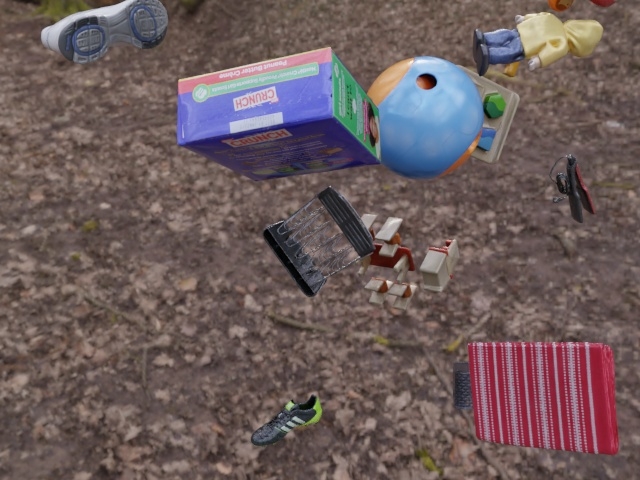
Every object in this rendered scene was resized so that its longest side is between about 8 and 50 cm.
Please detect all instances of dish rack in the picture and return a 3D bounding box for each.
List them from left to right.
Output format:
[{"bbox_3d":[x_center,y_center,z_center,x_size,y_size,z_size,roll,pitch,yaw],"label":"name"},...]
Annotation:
[{"bbox_3d":[0.000,0.000,1.762,0.074,0.208,0.271,-39,3,-41],"label":"dish rack"}]

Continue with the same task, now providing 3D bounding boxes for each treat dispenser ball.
[{"bbox_3d":[0.240,-0.288,1.747,0.287,0.288,0.288,-9,30,5],"label":"treat dispenser ball"}]

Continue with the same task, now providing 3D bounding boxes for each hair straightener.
[{"bbox_3d":[0.618,-0.122,1.822,0.089,0.230,0.047,-37,43,-4],"label":"hair straightener"}]

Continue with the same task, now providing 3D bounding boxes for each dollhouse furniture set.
[{"bbox_3d":[0.229,0.052,1.995,0.259,0.262,0.135,9,45,30],"label":"dollhouse furniture set"}]

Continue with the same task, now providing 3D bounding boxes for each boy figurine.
[{"bbox_3d":[0.496,-0.460,1.693,0.284,0.092,0.177,-9,53,0],"label":"boy figurine"}]

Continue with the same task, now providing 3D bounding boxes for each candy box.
[{"bbox_3d":[-0.058,-0.202,1.281,0.268,0.122,0.317,-6,-8,17],"label":"candy box"}]

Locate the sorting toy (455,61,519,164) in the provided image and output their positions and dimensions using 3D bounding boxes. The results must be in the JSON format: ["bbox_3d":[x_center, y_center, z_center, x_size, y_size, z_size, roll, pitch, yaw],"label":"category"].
[{"bbox_3d":[0.442,-0.386,2.015,0.228,0.308,0.041,18,2,-23],"label":"sorting toy"}]

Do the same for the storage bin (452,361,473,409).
[{"bbox_3d":[0.390,0.326,1.655,0.180,0.085,0.122,1,2,8],"label":"storage bin"}]

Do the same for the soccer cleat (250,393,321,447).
[{"bbox_3d":[-0.078,0.397,1.638,0.178,0.072,0.060,-20,29,-26],"label":"soccer cleat"}]

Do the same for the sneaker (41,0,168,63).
[{"bbox_3d":[-0.447,-0.452,1.544,0.129,0.111,0.297,20,32,33],"label":"sneaker"}]

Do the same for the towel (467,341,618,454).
[{"bbox_3d":[0.406,0.285,1.362,0.274,0.199,0.031,-6,-1,40],"label":"towel"}]

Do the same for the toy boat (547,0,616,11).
[{"bbox_3d":[0.594,-0.589,1.700,0.151,0.151,0.231,-38,14,18],"label":"toy boat"}]
